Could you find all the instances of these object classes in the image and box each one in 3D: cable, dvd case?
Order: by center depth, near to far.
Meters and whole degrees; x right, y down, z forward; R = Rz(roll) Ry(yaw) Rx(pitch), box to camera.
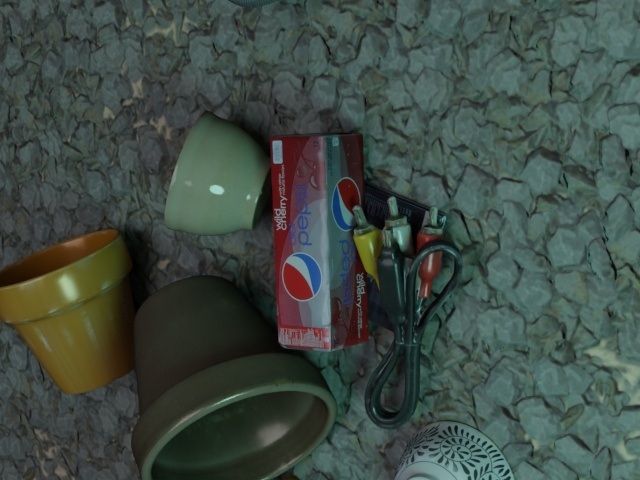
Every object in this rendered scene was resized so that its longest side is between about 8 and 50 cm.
[{"bbox_3d":[0.112,0.091,1.514,0.139,0.072,0.287,2,112,19],"label":"cable"},{"bbox_3d":[0.046,0.008,1.578,0.221,0.018,0.164,24,111,32],"label":"dvd case"}]

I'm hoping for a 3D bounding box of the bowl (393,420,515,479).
[{"bbox_3d":[0.146,0.310,1.516,0.170,0.080,0.170,7,101,36],"label":"bowl"}]

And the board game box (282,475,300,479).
[{"bbox_3d":[-0.072,0.579,1.555,0.356,0.356,0.356,35,117,28],"label":"board game box"}]

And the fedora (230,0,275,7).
[{"bbox_3d":[-0.066,-0.427,1.518,0.244,0.124,0.275,7,110,39],"label":"fedora"}]

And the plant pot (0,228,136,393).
[{"bbox_3d":[-0.348,0.109,1.796,0.205,0.205,0.188,-9,107,38],"label":"plant pot"}]

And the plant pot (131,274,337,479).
[{"bbox_3d":[-0.137,0.174,1.627,0.263,0.263,0.229,-50,50,32],"label":"plant pot"}]

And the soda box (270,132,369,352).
[{"bbox_3d":[0.000,0.000,1.538,0.083,0.092,0.263,2,96,33],"label":"soda box"}]

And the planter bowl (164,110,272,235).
[{"bbox_3d":[-0.121,-0.074,1.619,0.109,0.162,0.162,19,112,4],"label":"planter bowl"}]
